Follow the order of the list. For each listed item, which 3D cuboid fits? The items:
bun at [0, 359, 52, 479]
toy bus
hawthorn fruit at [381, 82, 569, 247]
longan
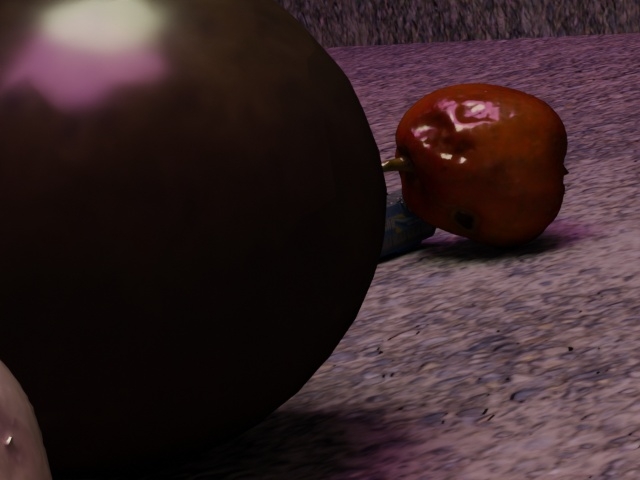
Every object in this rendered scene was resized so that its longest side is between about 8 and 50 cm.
[{"bbox_3d":[-0.284,0.168,0.788,0.365,0.219,0.365,-5,27,2],"label":"bun"},{"bbox_3d":[0.050,-0.012,1.910,0.051,0.061,0.153,5,18,44],"label":"toy bus"},{"bbox_3d":[0.093,-0.067,1.862,0.285,0.165,0.165,-5,10,-15],"label":"hawthorn fruit"},{"bbox_3d":[-0.151,-0.015,1.318,0.404,0.336,0.404,-18,20,7],"label":"longan"}]
